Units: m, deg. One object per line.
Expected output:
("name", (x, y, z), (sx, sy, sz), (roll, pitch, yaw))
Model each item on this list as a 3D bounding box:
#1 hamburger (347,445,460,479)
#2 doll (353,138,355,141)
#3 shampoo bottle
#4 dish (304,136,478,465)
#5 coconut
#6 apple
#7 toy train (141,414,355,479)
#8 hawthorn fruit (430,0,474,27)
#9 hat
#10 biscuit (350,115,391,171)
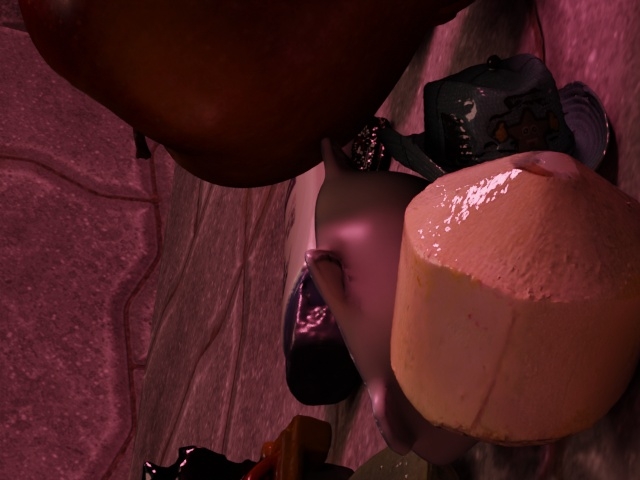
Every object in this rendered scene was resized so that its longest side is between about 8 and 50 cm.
("hamburger", (0.054, 0.211, 1.089), (0.133, 0.062, 0.140), (-44, 26, 43))
("doll", (0.013, -0.152, 1.741), (0.150, 0.078, 0.115), (-57, 30, 30))
("shampoo bottle", (0.000, 0.000, 1.555), (0.359, 0.078, 0.134), (-90, 3, -51))
("dish", (0.076, 0.030, 0.989), (0.086, 0.228, 0.236), (-24, 52, 19))
("coconut", (0.113, 0.022, 0.843), (0.147, 0.147, 0.152), (-96, 14, -60))
("apple", (-0.057, -0.195, 1.048), (0.317, 0.288, 0.288), (-48, 19, 14))
("toy train", (-0.067, 0.313, 1.159), (0.163, 0.232, 0.369), (123, 157, -51))
("hawthorn fruit", (0.078, -0.317, 1.259), (0.211, 0.211, 0.299), (177, 112, -78))
("hat", (0.113, -0.085, 0.999), (0.191, 0.138, 0.078), (-134, 32, -68))
("biscuit", (0.050, -0.086, 1.570), (0.087, 0.027, 0.089), (136, 146, -68))
